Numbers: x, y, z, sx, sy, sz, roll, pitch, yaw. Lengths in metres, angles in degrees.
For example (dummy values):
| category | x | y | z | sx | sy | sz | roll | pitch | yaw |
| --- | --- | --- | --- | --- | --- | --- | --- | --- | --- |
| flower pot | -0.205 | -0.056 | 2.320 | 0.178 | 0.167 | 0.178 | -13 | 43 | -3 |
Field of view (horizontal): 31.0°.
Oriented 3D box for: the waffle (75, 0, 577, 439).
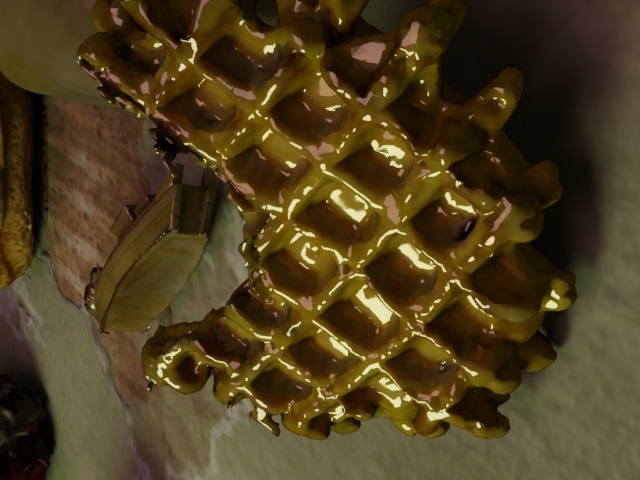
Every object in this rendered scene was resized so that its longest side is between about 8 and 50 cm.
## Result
| category | x | y | z | sx | sy | sz | roll | pitch | yaw |
| --- | --- | --- | --- | --- | --- | --- | --- | --- | --- |
| waffle | 0.000 | 0.000 | 0.596 | 0.260 | 0.069 | 0.292 | 7 | 127 | 24 |

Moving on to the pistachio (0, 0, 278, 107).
| category | x | y | z | sx | sy | sz | roll | pitch | yaw |
| --- | --- | --- | --- | --- | --- | --- | --- | --- | --- |
| pistachio | -0.108 | -0.161 | 0.722 | 0.288 | 0.197 | 0.166 | 3 | 62 | 62 |

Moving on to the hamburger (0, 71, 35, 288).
| category | x | y | z | sx | sy | sz | roll | pitch | yaw |
| --- | --- | --- | --- | --- | --- | --- | --- | --- | --- |
| hamburger | -0.377 | -0.097 | 1.086 | 0.290 | 0.170 | 0.314 | 30 | 123 | 37 |

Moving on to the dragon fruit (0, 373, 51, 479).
| category | x | y | z | sx | sy | sz | roll | pitch | yaw |
| --- | --- | --- | --- | --- | --- | --- | --- | --- | --- |
| dragon fruit | -0.354 | 0.210 | 1.169 | 0.148 | 0.218 | 0.224 | -37 | 114 | 20 |

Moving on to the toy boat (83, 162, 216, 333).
| category | x | y | z | sx | sy | sz | roll | pitch | yaw |
| --- | --- | --- | --- | --- | --- | --- | --- | --- | --- |
| toy boat | -0.131 | 0.006 | 0.882 | 0.206 | 0.064 | 0.072 | -47 | 46 | 47 |
